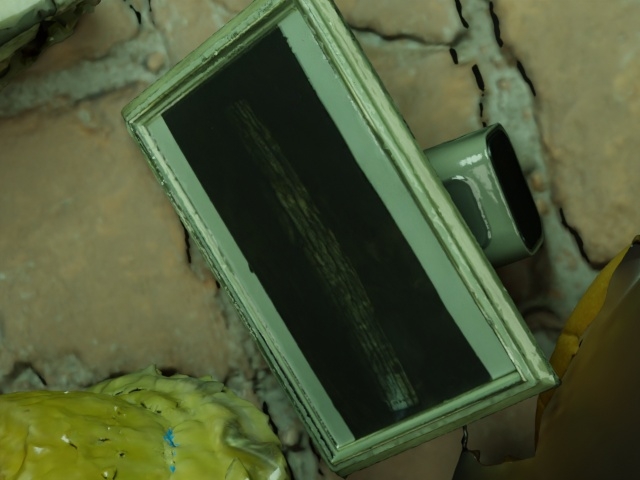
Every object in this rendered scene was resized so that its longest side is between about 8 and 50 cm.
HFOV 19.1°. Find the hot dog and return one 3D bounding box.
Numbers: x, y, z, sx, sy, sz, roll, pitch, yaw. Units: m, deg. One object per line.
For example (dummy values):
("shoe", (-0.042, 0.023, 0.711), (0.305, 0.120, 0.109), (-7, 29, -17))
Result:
("hot dog", (0.204, 0.092, 1.183), (0.326, 0.107, 0.194), (-42, 79, 28))

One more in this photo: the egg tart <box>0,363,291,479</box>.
("egg tart", (-0.185, 0.224, 1.174), (0.388, 0.388, 0.169), (-40, 124, 19))

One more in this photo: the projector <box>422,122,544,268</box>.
("projector", (0.086, -0.019, 1.197), (0.082, 0.083, 0.083), (-20, 96, 18))

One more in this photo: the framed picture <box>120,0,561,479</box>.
("framed picture", (0.000, 0.000, 1.193), (0.231, 0.018, 0.293), (-32, 89, 49))

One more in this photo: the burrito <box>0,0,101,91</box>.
("burrito", (-0.287, -0.242, 1.223), (0.190, 0.135, 0.332), (-30, 90, 10))
